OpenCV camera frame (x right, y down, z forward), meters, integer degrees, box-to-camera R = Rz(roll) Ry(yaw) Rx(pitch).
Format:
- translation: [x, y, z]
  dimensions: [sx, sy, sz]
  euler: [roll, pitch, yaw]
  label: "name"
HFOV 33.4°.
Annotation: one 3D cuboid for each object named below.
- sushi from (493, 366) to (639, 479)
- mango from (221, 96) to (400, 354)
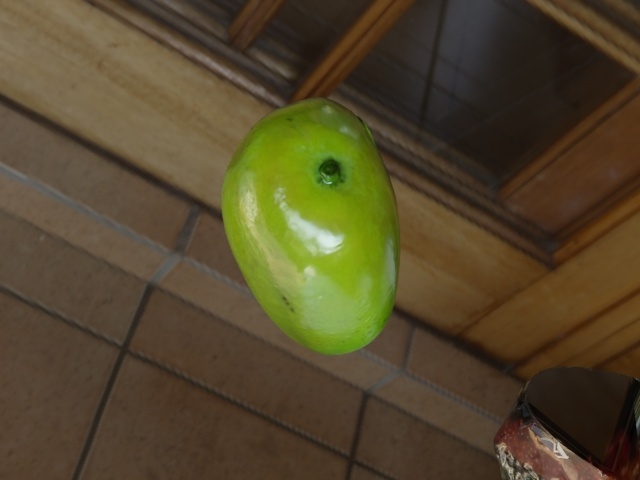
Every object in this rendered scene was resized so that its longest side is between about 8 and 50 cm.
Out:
- translation: [0.239, 0.188, 0.788]
  dimensions: [0.225, 0.126, 0.136]
  euler: [23, 42, 36]
  label: "sushi"
- translation: [0.000, 0.000, 0.360]
  dimensions: [0.056, 0.108, 0.073]
  euler: [-16, 64, 3]
  label: "mango"
